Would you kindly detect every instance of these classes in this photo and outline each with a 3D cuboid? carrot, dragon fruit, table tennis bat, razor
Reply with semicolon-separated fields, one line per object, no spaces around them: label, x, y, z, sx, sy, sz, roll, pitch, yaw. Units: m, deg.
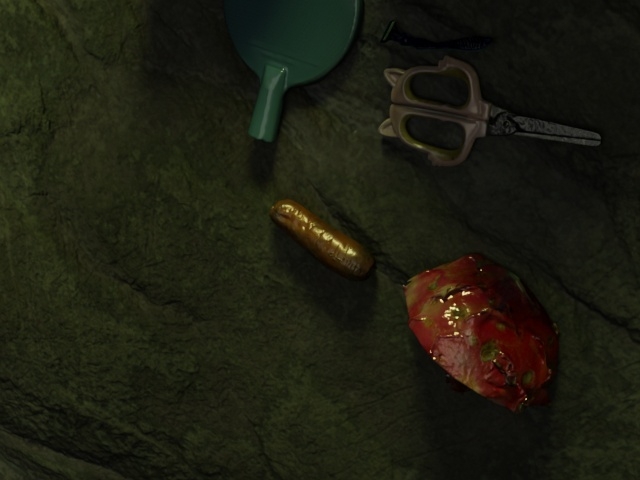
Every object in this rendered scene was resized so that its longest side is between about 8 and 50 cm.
carrot;0.000;0.000;1.925;0.186;0.060;0.060;33;120;13
dragon fruit;0.235;0.131;1.800;0.274;0.161;0.126;43;123;8
table tennis bat;-0.051;-0.300;1.846;0.215;0.044;0.329;20;114;16
razor;0.162;-0.273;1.762;0.155;0.044;0.028;9;142;20

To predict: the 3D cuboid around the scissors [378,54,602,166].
scissors;0.231;-0.165;1.770;0.318;0.024;0.160;13;112;21
